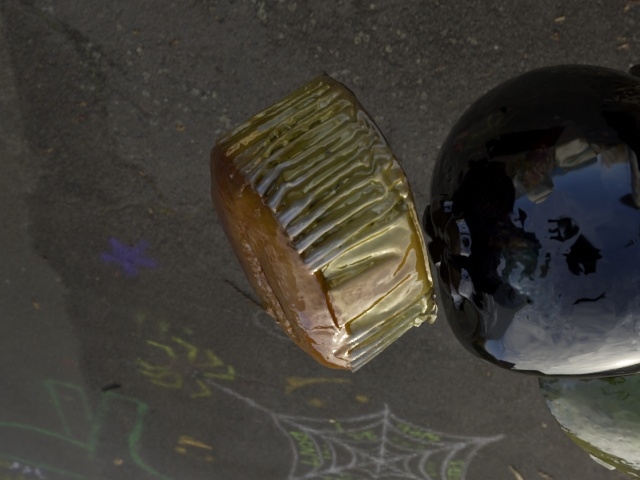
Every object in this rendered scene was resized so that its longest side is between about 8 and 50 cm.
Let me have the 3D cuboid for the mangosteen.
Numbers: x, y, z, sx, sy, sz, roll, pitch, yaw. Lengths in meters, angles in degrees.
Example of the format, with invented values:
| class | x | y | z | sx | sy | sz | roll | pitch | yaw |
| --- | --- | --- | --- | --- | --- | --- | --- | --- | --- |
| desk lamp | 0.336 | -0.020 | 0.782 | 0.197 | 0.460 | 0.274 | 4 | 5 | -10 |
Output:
| class | x | y | z | sx | sy | sz | roll | pitch | yaw |
| --- | --- | --- | --- | --- | --- | --- | --- | --- | --- |
| mangosteen | 0.190 | -0.020 | 0.451 | 0.243 | 0.242 | 0.242 | 7 | 139 | 6 |

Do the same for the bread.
| class | x | y | z | sx | sy | sz | roll | pitch | yaw |
| --- | --- | --- | --- | --- | --- | --- | --- | --- | --- |
| bread | 0.000 | 0.000 | 0.424 | 0.114 | 0.132 | 0.190 | -33 | 131 | -8 |

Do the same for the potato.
| class | x | y | z | sx | sy | sz | roll | pitch | yaw |
| --- | --- | --- | --- | --- | --- | --- | --- | --- | --- |
| potato | 0.382 | 0.222 | 0.822 | 0.255 | 0.112 | 0.269 | 25 | 144 | -12 |
